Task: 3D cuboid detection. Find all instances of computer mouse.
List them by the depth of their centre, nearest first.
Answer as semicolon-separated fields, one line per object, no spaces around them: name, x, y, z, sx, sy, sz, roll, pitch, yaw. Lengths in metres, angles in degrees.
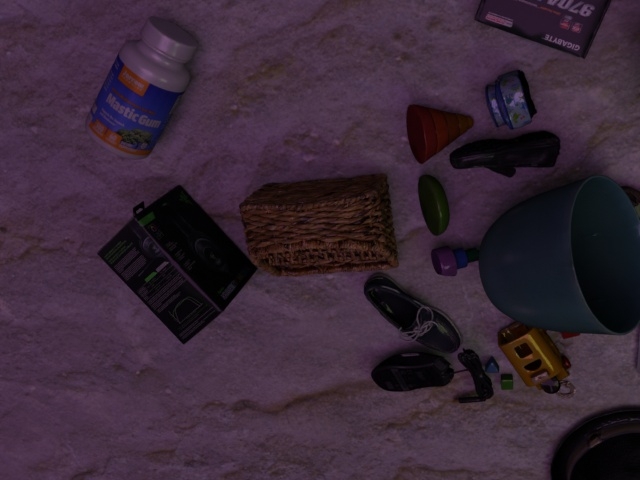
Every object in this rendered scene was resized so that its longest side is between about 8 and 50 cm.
computer mouse;0.258;0.305;1.724;0.262;0.060;0.184;-15;129;29

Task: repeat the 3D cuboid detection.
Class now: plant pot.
plant pot;0.449;0.040;1.469;0.235;0.293;0.293;-11;109;47

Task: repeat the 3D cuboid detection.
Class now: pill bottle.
pill bottle;-0.366;-0.317;1.591;0.152;0.152;0.272;34;114;-1

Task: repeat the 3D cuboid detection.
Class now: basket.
basket;0.000;0.000;1.587;0.299;0.213;0.223;-3;108;14

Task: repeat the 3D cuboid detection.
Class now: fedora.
fedora;0.672;0.532;1.658;0.333;0.152;0.334;4;110;11

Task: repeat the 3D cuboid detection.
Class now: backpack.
backpack;0.363;-0.263;1.466;0.084;0.114;0.105;-18;105;18

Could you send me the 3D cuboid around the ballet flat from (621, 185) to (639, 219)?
ballet flat;0.686;-0.030;1.506;0.249;0.058;0.084;29;113;1

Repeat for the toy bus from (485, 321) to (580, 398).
toy bus;0.463;0.263;1.635;0.202;0.104;0.191;11;111;9

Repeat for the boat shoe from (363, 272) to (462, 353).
boat shoe;0.201;0.168;1.674;0.254;0.079;0.095;42;111;-5

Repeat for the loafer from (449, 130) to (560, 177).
loafer;0.361;-0.159;1.498;0.223;0.076;0.078;-9;115;-8

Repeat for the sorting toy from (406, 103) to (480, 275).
sorting toy;0.270;-0.108;1.562;0.126;0.127;0.366;-14;105;-7

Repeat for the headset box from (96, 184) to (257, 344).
headset box;-0.305;0.037;1.653;0.131;0.246;0.283;-40;96;22

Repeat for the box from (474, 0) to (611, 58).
box;0.419;-0.457;1.418;0.220;0.051;0.175;21;112;4

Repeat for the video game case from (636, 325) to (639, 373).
video game case;0.765;0.212;1.502;0.285;0.025;0.204;17;118;47
